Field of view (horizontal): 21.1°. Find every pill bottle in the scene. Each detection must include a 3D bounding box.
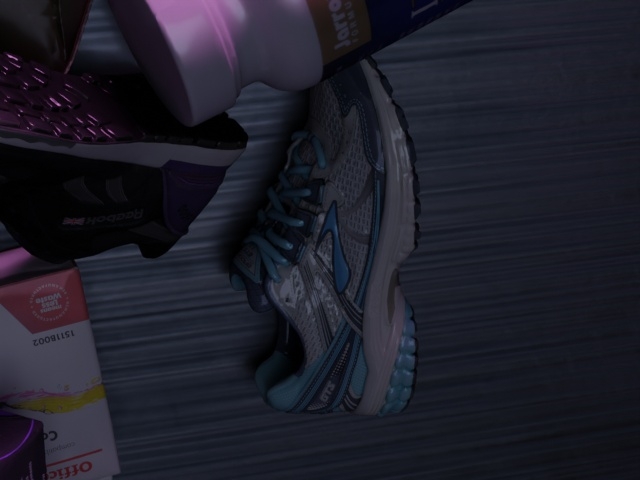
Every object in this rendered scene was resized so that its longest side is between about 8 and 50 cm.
[{"bbox_3d":[0.003,-0.186,1.077,0.265,0.153,0.153,-30,115,-12],"label":"pill bottle"}]

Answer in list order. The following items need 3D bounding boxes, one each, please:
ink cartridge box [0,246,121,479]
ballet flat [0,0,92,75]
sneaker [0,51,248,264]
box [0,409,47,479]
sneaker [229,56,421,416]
[{"bbox_3d":[-0.205,0.110,1.171,0.115,0.067,0.198,-15,113,-13],"label":"ink cartridge box"},{"bbox_3d":[-0.174,-0.159,1.091,0.084,0.058,0.249,22,101,-23],"label":"ballet flat"},{"bbox_3d":[-0.171,-0.037,1.066,0.283,0.107,0.124,8,119,-47],"label":"sneaker"},{"bbox_3d":[-0.298,0.213,1.027,0.165,0.270,0.143,12,118,22],"label":"box"},{"bbox_3d":[0.000,0.000,1.180,0.122,0.110,0.283,-8,111,-12],"label":"sneaker"}]
